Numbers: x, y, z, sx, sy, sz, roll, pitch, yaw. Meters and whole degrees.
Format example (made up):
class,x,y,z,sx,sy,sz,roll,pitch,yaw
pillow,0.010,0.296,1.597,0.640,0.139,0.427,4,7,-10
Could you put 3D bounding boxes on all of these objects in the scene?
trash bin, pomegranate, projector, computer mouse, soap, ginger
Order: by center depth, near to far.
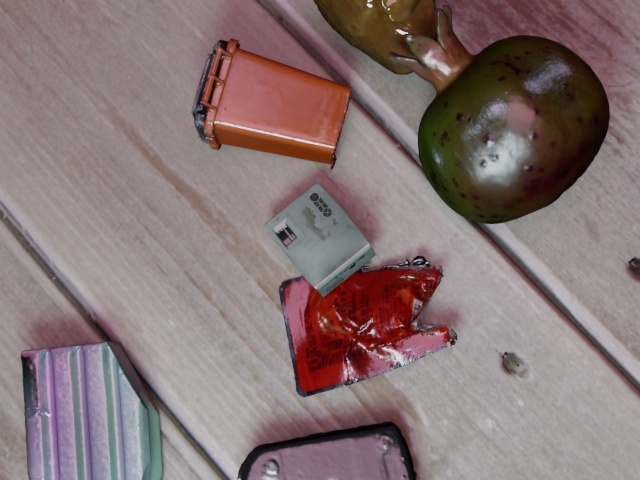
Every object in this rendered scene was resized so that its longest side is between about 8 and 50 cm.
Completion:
class,x,y,z,sx,sy,sz,roll,pitch,yaw
pomegranate,0.251,-0.179,1.374,0.323,0.291,0.290,32,86,15
computer mouse,0.011,0.376,1.389,0.270,0.100,0.170,-9,79,-2
soap,-0.350,0.321,1.432,0.193,0.109,0.323,-7,80,5
ginger,0.085,-0.399,1.450,0.223,0.200,0.269,5,82,5
trash bin,-0.075,-0.212,1.455,0.239,0.184,0.161,15,83,2
projector,0.000,0.000,1.455,0.115,0.061,0.147,-38,65,-3

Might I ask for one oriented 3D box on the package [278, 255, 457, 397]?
class,x,y,z,sx,sy,sz,roll,pitch,yaw
package,0.072,0.126,1.440,0.270,0.071,0.193,-11,66,8
